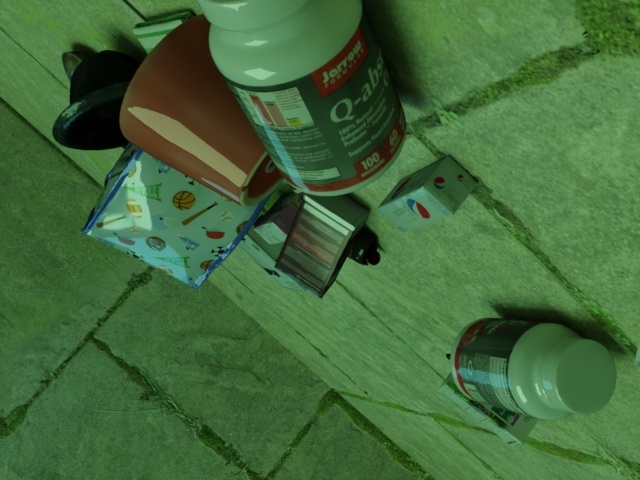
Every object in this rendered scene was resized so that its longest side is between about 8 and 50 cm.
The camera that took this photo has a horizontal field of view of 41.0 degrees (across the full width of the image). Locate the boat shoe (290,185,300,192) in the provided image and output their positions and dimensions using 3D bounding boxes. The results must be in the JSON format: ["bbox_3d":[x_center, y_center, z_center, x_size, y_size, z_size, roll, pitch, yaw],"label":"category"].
[{"bbox_3d":[-0.018,-0.155,1.596,0.079,0.095,0.254,40,163,-8],"label":"boat shoe"}]

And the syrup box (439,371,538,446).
[{"bbox_3d":[0.422,0.403,2.135,0.237,0.093,0.096,37,164,8],"label":"syrup box"}]

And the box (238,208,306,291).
[{"bbox_3d":[-0.143,0.012,2.356,0.290,0.087,0.169,45,164,-19],"label":"box"}]

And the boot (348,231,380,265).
[{"bbox_3d":[0.050,0.020,1.952,0.176,0.088,0.244,36,161,7],"label":"boot"}]

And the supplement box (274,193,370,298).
[{"bbox_3d":[0.000,0.000,1.824,0.130,0.073,0.239,34,134,9],"label":"supplement box"}]

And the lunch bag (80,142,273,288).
[{"bbox_3d":[-0.316,-0.116,1.982,0.328,0.239,0.385,26,138,-19],"label":"lunch bag"}]

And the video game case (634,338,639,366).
[{"bbox_3d":[0.583,0.206,1.366,0.157,0.019,0.143,31,162,28],"label":"video game case"}]

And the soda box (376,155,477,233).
[{"bbox_3d":[0.173,-0.073,1.427,0.069,0.074,0.216,42,164,-8],"label":"soda box"}]

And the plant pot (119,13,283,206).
[{"bbox_3d":[-0.160,-0.203,1.445,0.243,0.275,0.275,40,165,11],"label":"plant pot"}]

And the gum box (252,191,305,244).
[{"bbox_3d":[-0.084,-0.053,2.001,0.062,0.107,0.188,43,164,-12],"label":"gum box"}]

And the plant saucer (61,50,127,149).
[{"bbox_3d":[-0.566,-0.372,2.250,0.310,0.050,0.310,42,158,21],"label":"plant saucer"}]

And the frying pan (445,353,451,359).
[{"bbox_3d":[0.435,0.318,1.953,0.197,0.053,0.326,43,166,-11],"label":"frying pan"}]

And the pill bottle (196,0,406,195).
[{"bbox_3d":[-0.024,-0.242,1.157,0.210,0.210,0.363,28,161,35],"label":"pill bottle"}]

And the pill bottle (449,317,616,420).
[{"bbox_3d":[0.393,0.238,1.594,0.176,0.176,0.318,44,164,-15],"label":"pill bottle"}]

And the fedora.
[{"bbox_3d":[-0.483,-0.333,1.964,0.334,0.334,0.152,120,129,-74],"label":"fedora"}]

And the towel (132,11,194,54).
[{"bbox_3d":[-0.219,-0.313,1.702,0.248,0.038,0.325,10,148,53],"label":"towel"}]
